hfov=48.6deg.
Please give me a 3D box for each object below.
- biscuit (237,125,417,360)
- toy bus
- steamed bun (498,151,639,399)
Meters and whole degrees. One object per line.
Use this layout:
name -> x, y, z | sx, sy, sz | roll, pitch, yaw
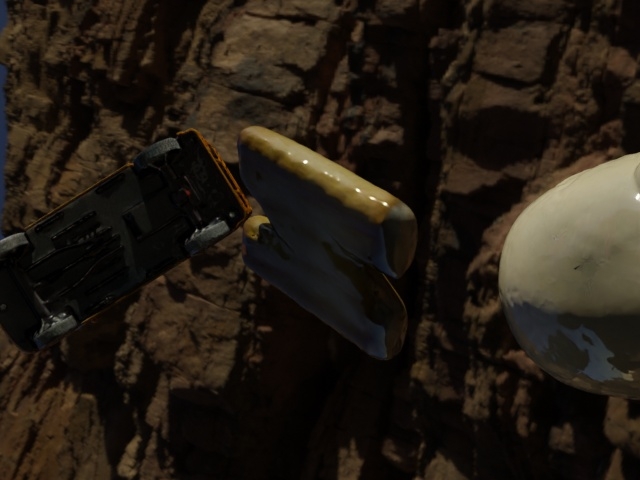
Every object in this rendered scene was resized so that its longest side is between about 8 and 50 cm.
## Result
biscuit -> 0.000, 0.000, 0.898 | 0.062, 0.290, 0.237 | -30, -44, -35
toy bus -> -0.149, 0.002, 0.527 | 0.194, 0.088, 0.083 | -31, -89, 4
steamed bun -> 0.227, 0.020, 0.488 | 0.130, 0.228, 0.177 | 15, -108, -47
